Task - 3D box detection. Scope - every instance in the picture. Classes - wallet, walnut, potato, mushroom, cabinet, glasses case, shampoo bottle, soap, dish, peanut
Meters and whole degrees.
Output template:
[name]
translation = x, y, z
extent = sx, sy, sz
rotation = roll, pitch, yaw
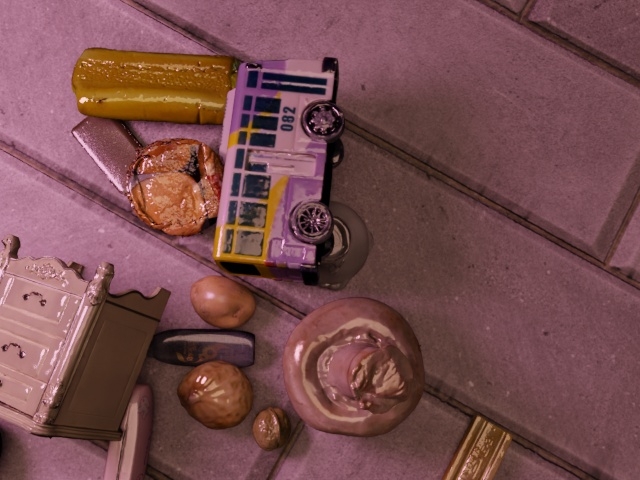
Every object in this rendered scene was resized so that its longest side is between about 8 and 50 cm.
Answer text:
[wallet]
translation = -0.463, -0.203, 1.494
extent = 0.110, 0.031, 0.198
rotation = -40, 86, -7
[walnut]
translation = -0.104, 0.399, 1.399
extent = 0.092, 0.092, 0.092
rotation = 0, 81, -3
[potato]
translation = -0.211, 0.129, 1.423
extent = 0.147, 0.112, 0.112
rotation = 19, 81, -8
[mushroom]
translation = 0.070, 0.254, 1.323
extent = 0.298, 0.290, 0.297
rotation = 1, 81, -4
[cabinet]
translation = -0.507, 0.189, 1.287
extent = 0.290, 0.227, 0.317
rotation = 13, 78, 27
[glasses case]
translation = -0.396, 0.444, 1.359
extent = 0.075, 0.113, 0.296
rotation = 7, 82, 0
[shampoo bottle]
translation = -0.259, 0.231, 1.424
extent = 0.234, 0.049, 0.087
rotation = 3, 110, -3
[soap]
translation = 0.318, 0.511, 1.427
extent = 0.092, 0.037, 0.252
rotation = 29, 81, 3
[dish]
translation = 0.000, 0.000, 1.466
extent = 0.246, 0.078, 0.224
rotation = -2, 82, -3
[peanut]
translation = -0.216, 0.325, 1.390
extent = 0.141, 0.109, 0.159
rotation = -37, 110, 21

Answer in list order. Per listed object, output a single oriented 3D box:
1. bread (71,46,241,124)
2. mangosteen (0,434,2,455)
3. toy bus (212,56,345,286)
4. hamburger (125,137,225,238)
[bread]
translation = -0.356, -0.336, 1.477
extent = 0.384, 0.112, 0.166
rotation = 2, 71, -4
[mangosteen]
translation = -0.754, 0.415, 1.294
extent = 0.216, 0.216, 0.216
rotation = 0, 81, -3
[toy bus]
translation = -0.083, -0.144, 1.351
extent = 0.250, 0.209, 0.439
rotation = 6, 79, 3
[hamburger]
translation = -0.310, -0.117, 1.444
extent = 0.231, 0.107, 0.230
rotation = -1, 98, -10
